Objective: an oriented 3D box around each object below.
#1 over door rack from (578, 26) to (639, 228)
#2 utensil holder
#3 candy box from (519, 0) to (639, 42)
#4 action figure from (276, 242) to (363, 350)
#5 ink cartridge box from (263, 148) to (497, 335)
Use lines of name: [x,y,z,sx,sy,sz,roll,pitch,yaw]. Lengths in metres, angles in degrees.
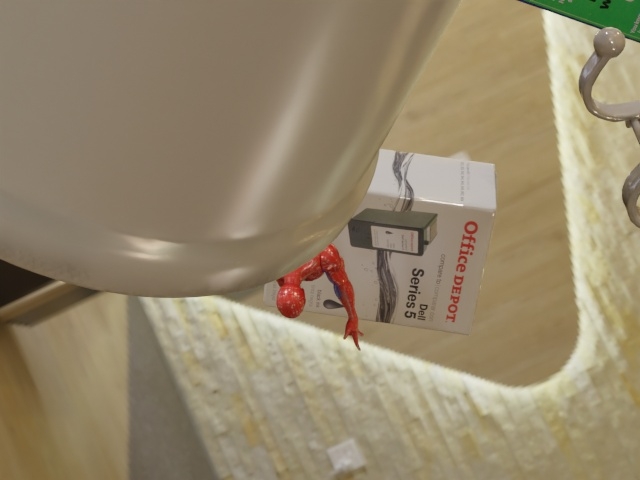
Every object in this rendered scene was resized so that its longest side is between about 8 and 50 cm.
over door rack: [0.321,-0.046,0.578,0.239,0.324,0.108,-94,-178,-48]
utensil holder: [-0.050,-0.215,0.547,0.385,0.328,0.327,-59,-138,41]
candy box: [0.401,-0.311,1.305,0.268,0.317,0.122,-59,167,-60]
action figure: [0.000,0.000,1.131,0.280,0.092,0.139,-73,158,-50]
ink cartridge box: [0.075,-0.006,1.424,0.114,0.273,0.198,-78,175,-56]
